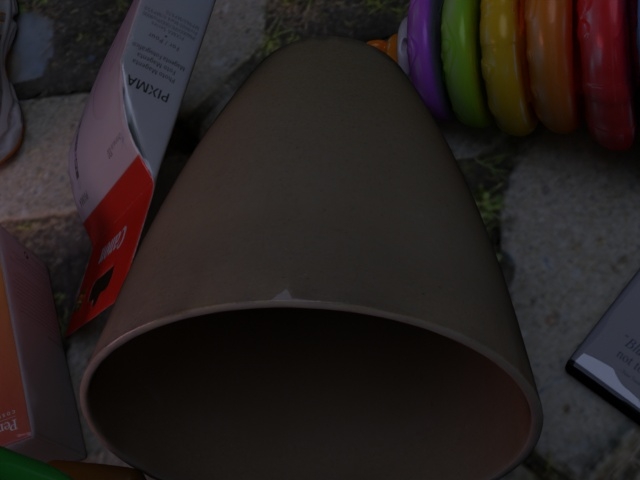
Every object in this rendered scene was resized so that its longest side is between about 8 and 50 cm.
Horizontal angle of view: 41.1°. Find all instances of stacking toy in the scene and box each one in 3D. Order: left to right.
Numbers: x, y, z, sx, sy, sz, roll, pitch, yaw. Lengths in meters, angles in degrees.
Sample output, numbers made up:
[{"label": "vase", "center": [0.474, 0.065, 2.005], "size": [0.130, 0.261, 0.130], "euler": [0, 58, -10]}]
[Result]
[{"label": "stacking toy", "center": [0.122, -0.143, 0.659], "size": [0.301, 0.175, 0.166], "euler": [-2, 59, 23]}]

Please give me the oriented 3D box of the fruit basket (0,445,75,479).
[{"label": "fruit basket", "center": [-0.100, 0.266, 0.323], "size": [0.327, 0.165, 0.353], "euler": [18, 110, 4]}]

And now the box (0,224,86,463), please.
[{"label": "box", "center": [-0.263, 0.094, 0.626], "size": [0.130, 0.091, 0.171], "euler": [-21, 65, -1]}]

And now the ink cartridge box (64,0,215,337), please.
[{"label": "ink cartridge box", "center": [-0.156, -0.059, 0.628], "size": [0.066, 0.189, 0.232], "euler": [26, 66, -19]}]

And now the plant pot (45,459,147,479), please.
[{"label": "plant pot", "center": [-0.075, 0.237, 0.489], "size": [0.187, 0.205, 0.205], "euler": [5, 66, -6]}]

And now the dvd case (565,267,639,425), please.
[{"label": "dvd case", "center": [0.320, 0.048, 0.596], "size": [0.180, 0.022, 0.253], "euler": [37, 76, 21]}]

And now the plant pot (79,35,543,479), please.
[{"label": "plant pot", "center": [0.000, 0.000, 0.563], "size": [0.256, 0.256, 0.274], "euler": [-3, 52, 7]}]

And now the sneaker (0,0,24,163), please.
[{"label": "sneaker", "center": [-0.328, -0.193, 0.746], "size": [0.099, 0.121, 0.263], "euler": [-20, 65, -2]}]
